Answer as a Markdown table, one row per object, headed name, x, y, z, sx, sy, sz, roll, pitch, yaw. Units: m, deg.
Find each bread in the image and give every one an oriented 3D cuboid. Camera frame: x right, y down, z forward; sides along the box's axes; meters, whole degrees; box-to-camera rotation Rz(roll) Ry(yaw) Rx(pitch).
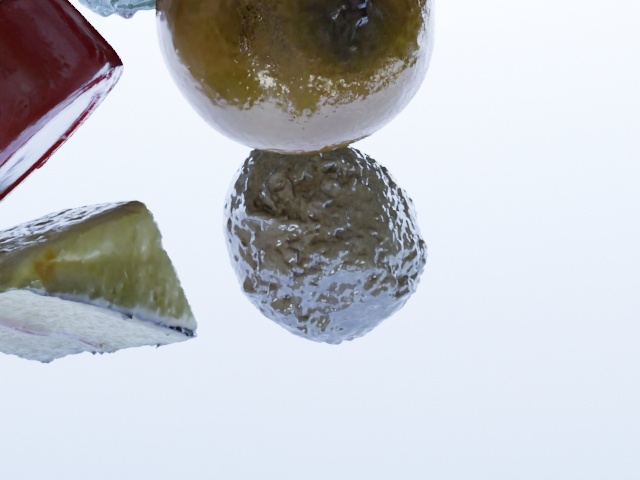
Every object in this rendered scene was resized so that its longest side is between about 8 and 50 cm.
| name | x | y | z | sx | sy | sz | roll | pitch | yaw |
| --- | --- | --- | --- | --- | --- | --- | --- | --- | --- |
| bread | -0.242 | 0.065 | 0.764 | 0.240 | 0.135 | 0.178 | -11 | -166 | 40 |

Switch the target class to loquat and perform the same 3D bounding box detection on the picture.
| name | x | y | z | sx | sy | sz | roll | pitch | yaw |
| --- | --- | --- | --- | --- | --- | --- | --- | --- | --- |
| loquat | -0.022 | -0.210 | 0.904 | 0.263 | 0.263 | 0.263 | -1 | -127 | 1 |

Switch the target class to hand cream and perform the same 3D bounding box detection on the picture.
| name | x | y | z | sx | sy | sz | roll | pitch | yaw |
| --- | --- | --- | --- | --- | --- | --- | --- | --- | --- |
| hand cream | -0.229 | -0.092 | 0.615 | 0.125 | 0.193 | 0.193 | 44 | -120 | -8 |

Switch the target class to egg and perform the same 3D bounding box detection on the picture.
| name | x | y | z | sx | sy | sz | roll | pitch | yaw |
| --- | --- | --- | --- | --- | --- | --- | --- | --- | --- |
| egg | 0.000 | 0.000 | 1.316 | 0.279 | 0.310 | 0.279 | -26 | -141 | 23 |

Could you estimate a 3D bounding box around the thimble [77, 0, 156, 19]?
| name | x | y | z | sx | sy | sz | roll | pitch | yaw |
| --- | --- | --- | --- | --- | --- | --- | --- | --- | --- |
| thimble | -0.197 | -0.338 | 0.994 | 0.185 | 0.211 | 0.149 | -32 | -99 | -5 |
